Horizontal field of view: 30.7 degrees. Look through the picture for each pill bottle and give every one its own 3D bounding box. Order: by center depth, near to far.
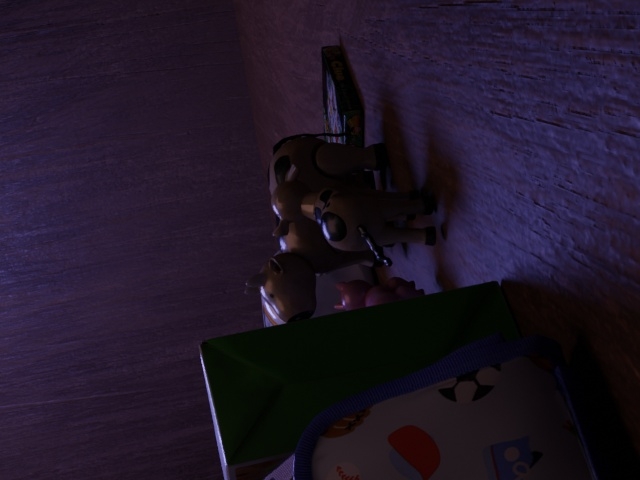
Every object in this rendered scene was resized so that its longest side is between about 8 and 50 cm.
[{"bbox_3d":[-0.002,0.132,1.714,0.278,0.162,0.162,88,168,-56],"label":"pill bottle"}]

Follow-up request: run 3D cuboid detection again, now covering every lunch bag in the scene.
[{"bbox_3d":[0.081,0.292,0.827,0.385,0.239,0.328,-44,47,36],"label":"lunch bag"}]

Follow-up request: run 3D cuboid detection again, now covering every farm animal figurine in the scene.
[{"bbox_3d":[0.000,0.000,1.323,0.330,0.172,0.327,101,164,-48],"label":"farm animal figurine"}]

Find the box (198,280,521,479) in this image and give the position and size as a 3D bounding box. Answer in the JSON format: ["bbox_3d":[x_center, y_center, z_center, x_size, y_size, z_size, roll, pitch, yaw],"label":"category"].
[{"bbox_3d":[0.040,0.168,1.028,0.231,0.261,0.127,89,167,-52],"label":"box"}]

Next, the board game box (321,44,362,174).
[{"bbox_3d":[0.030,-0.126,1.600,0.260,0.030,0.136,88,167,-51],"label":"board game box"}]
